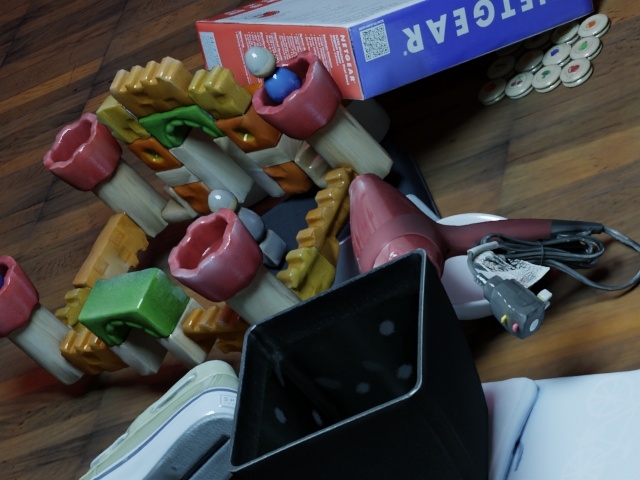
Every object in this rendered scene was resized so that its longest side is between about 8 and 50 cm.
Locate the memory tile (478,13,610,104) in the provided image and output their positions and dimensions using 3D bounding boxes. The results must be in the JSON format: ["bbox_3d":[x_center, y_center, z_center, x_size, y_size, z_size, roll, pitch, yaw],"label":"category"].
[{"bbox_3d":[0.245,-0.201,2.172,0.148,0.012,0.113,-11,40,39],"label":"memory tile"}]

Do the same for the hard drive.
[{"bbox_3d":[0.000,0.000,2.125,0.255,0.054,0.172,-33,31,9],"label":"hard drive"}]

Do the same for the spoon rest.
[{"bbox_3d":[0.098,0.059,1.867,0.137,0.084,0.276,28,56,35],"label":"spoon rest"}]

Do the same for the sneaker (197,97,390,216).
[{"bbox_3d":[-0.069,-0.126,2.303,0.290,0.123,0.106,-24,35,26],"label":"sneaker"}]

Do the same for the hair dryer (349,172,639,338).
[{"bbox_3d":[0.134,0.012,1.839,0.293,0.080,0.223,27,28,30],"label":"hair dryer"}]

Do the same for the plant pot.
[{"bbox_3d":[0.048,0.154,1.690,0.188,0.167,0.187,-24,32,21],"label":"plant pot"}]

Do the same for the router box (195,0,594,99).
[{"bbox_3d":[0.082,-0.251,2.203,0.335,0.082,0.301,-23,19,-31],"label":"router box"}]

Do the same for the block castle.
[{"bbox_3d":[-0.169,-0.031,2.090,0.453,0.213,0.303,-11,44,46],"label":"block castle"}]

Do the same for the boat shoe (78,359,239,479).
[{"bbox_3d":[-0.172,0.238,1.916,0.302,0.109,0.094,-41,29,19],"label":"boat shoe"}]

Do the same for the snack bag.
[{"bbox_3d":[0.138,0.238,1.680,0.342,0.037,0.323,-9,41,40],"label":"snack bag"}]
